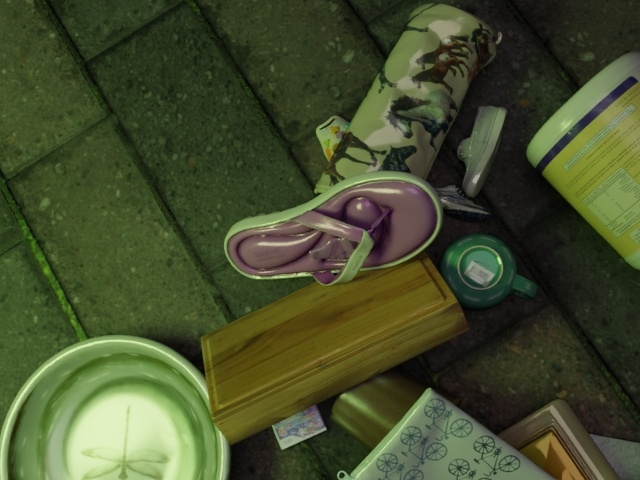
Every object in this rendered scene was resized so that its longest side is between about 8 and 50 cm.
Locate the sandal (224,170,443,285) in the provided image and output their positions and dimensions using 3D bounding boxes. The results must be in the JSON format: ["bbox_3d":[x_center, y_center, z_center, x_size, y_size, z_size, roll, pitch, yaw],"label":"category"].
[{"bbox_3d":[0.009,0.011,1.125,0.416,0.102,0.169,-17,121,36],"label":"sandal"}]

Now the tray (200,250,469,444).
[{"bbox_3d":[0.009,0.151,1.139,0.411,0.076,0.203,-27,33,2],"label":"tray"}]

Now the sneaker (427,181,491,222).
[{"bbox_3d":[0.236,-0.073,1.227,0.135,0.052,0.058,15,75,7],"label":"sneaker"}]

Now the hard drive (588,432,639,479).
[{"bbox_3d":[0.470,0.388,1.127,0.094,0.022,0.135,9,81,8],"label":"hard drive"}]

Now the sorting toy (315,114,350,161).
[{"bbox_3d":[0.029,-0.195,1.283,0.083,0.045,0.075,-38,59,-1],"label":"sorting toy"}]

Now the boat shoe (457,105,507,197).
[{"bbox_3d":[0.275,-0.161,1.225,0.063,0.066,0.184,17,75,19],"label":"boat shoe"}]

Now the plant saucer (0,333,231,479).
[{"bbox_3d":[-0.339,0.363,1.186,0.401,0.100,0.400,-1,80,6],"label":"plant saucer"}]

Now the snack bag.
[{"bbox_3d":[0.160,0.417,1.039,0.323,0.037,0.342,38,99,-20],"label":"snack bag"}]

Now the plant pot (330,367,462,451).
[{"bbox_3d":[0.116,0.281,1.125,0.165,0.167,0.167,30,84,18],"label":"plant pot"}]

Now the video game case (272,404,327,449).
[{"bbox_3d":[-0.051,0.289,1.212,0.087,0.011,0.122,-25,78,1],"label":"video game case"}]

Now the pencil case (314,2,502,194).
[{"bbox_3d":[0.160,-0.215,1.206,0.184,0.160,0.410,28,84,-4],"label":"pencil case"}]

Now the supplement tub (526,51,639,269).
[{"bbox_3d":[0.523,-0.104,1.102,0.241,0.241,0.331,-40,78,-2],"label":"supplement tub"}]

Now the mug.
[{"bbox_3d":[0.277,0.049,1.174,0.158,0.097,0.129,-14,78,4],"label":"mug"}]

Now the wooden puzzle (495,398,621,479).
[{"bbox_3d":[0.349,0.405,1.111,0.239,0.044,0.221,-34,75,7],"label":"wooden puzzle"}]
